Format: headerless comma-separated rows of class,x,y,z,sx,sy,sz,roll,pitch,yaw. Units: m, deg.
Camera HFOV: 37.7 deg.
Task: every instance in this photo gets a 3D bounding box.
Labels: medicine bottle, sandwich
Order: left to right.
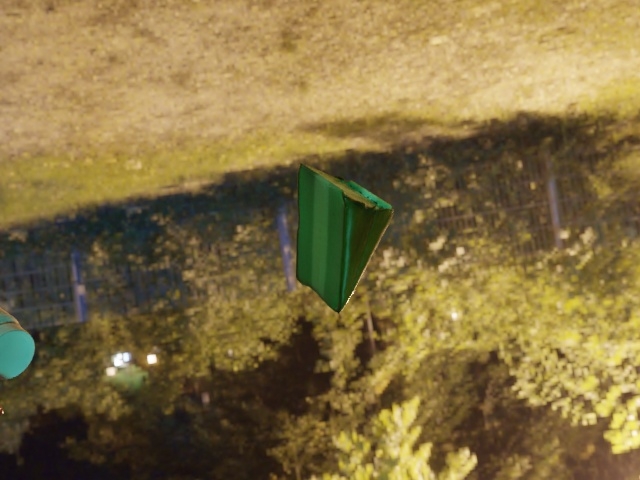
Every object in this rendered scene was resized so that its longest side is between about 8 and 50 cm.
medicine bottle,-0.560,0.151,1.546,0.187,0.102,0.103,26,-162,36
sandwich,0.000,0.000,0.864,0.074,0.116,0.074,35,-165,37

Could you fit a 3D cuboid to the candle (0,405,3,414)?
candle,-0.606,0.274,1.390,0.329,0.048,0.051,-15,179,20
